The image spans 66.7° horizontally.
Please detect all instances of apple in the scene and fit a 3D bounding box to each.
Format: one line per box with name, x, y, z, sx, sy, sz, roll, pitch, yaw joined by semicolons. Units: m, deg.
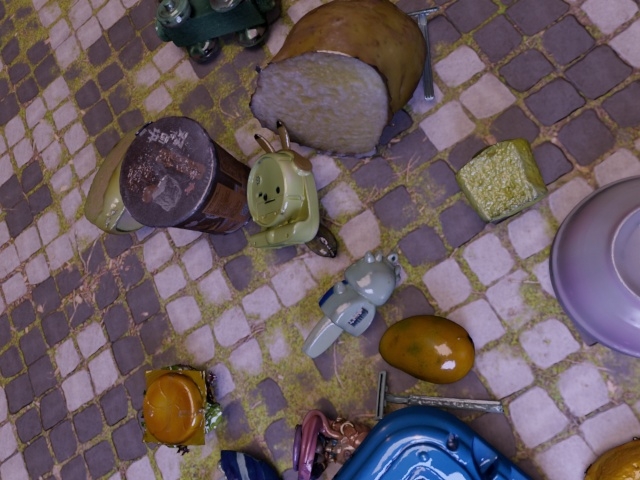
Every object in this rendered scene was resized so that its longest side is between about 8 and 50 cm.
apple;-0.418;-0.140;1.098;0.193;0.120;0.265;32;90;36

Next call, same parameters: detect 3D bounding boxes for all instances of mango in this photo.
mango;0.178;0.178;0.819;0.163;0.089;0.111;18;88;31

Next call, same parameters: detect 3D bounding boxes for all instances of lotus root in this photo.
lotus root;0.000;0.000;0.941;0.099;0.049;0.054;42;121;28

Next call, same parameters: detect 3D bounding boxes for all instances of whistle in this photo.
whistle;0.054;0.112;0.876;0.244;0.110;0.092;-50;36;6

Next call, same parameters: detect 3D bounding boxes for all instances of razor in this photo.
razor;0.203;-0.356;0.937;0.068;0.037;0.191;-6;80;16
razor;0.199;0.275;0.826;0.211;0.036;0.084;1;61;16

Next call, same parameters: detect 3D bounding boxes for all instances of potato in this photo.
potato;0.041;-0.328;0.899;0.288;0.301;0.237;16;68;-3

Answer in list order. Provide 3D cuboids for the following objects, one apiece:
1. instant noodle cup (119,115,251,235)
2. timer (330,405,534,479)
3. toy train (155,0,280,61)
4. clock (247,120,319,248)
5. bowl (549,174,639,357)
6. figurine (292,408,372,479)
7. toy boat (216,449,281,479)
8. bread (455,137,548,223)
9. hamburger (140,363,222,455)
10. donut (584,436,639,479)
instant noodle cup;-0.247;-0.111;0.974;0.217;0.207;0.218;-4;79;22
timer;0.176;0.443;0.725;0.340;0.115;0.309;38;94;9
toy train;-0.233;-0.547;1.096;0.304;0.150;0.222;-5;68;22
clock;-0.082;-0.103;0.937;0.170;0.069;0.232;-13;81;52
bowl;0.491;0.030;0.696;0.286;0.144;0.287;-4;78;20
figurine;0.023;0.349;0.846;0.157;0.126;0.114;-16;30;-7
toy boat;-0.158;0.541;0.896;0.210;0.070;0.292;30;95;28
bread;0.303;-0.099;0.811;0.129;0.111;0.114;-31;74;33
hamburger;-0.272;0.326;0.962;0.189;0.093;0.164;7;85;24
donut;0.466;0.359;0.681;0.181;0.078;0.146;-21;76;15
